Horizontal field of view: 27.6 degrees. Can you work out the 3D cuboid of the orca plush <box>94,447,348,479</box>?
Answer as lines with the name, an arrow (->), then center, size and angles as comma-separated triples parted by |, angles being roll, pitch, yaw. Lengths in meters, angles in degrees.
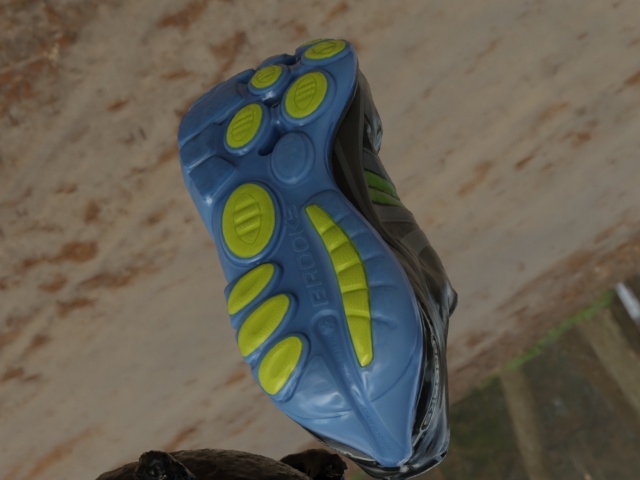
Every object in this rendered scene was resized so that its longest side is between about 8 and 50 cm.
orca plush -> -0.049, 0.138, 0.532 | 0.151, 0.287, 0.102 | -44, 117, -6

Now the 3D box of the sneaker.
sneaker -> 0.000, 0.000, 0.419 | 0.067, 0.188, 0.078 | -24, 131, 8
